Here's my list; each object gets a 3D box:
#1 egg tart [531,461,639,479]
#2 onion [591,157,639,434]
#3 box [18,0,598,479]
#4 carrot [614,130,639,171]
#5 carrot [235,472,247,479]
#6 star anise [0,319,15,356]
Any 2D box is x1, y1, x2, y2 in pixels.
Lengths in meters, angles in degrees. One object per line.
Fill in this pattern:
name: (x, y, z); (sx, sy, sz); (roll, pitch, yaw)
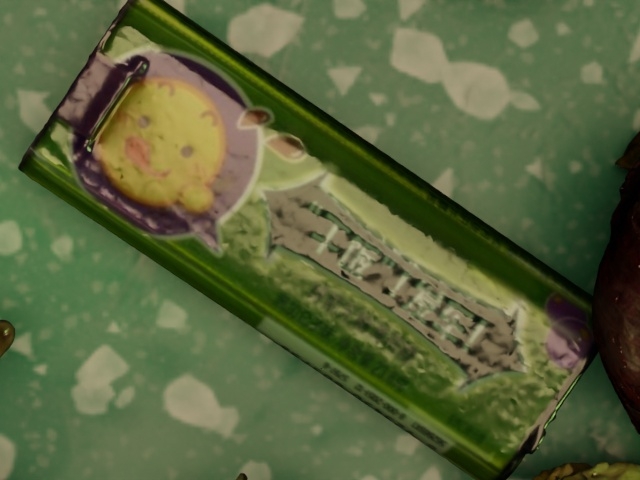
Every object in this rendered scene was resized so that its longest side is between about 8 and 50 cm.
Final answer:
egg tart: (0.187, 0.268, 1.103); (0.288, 0.288, 0.118); (43, 127, -4)
onion: (0.277, 0.033, 1.052); (0.252, 0.219, 0.252); (-13, 121, -23)
box: (0.000, 0.000, 1.137); (0.345, 0.097, 0.134); (34, 96, -4)
carrot: (0.253, -0.097, 1.185); (0.170, 0.042, 0.042); (-44, 94, -1)
carrot: (-0.054, 0.310, 1.086); (0.193, 0.214, 0.331); (26, 82, -18)
star anise: (-0.321, 0.126, 1.100); (0.315, 0.108, 0.315); (-1, 85, 6)
